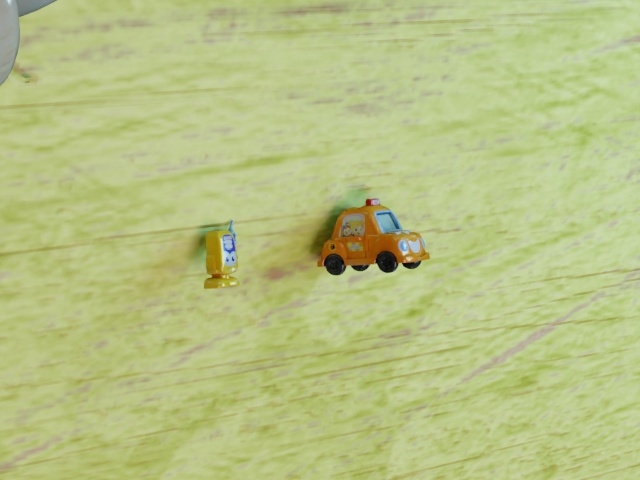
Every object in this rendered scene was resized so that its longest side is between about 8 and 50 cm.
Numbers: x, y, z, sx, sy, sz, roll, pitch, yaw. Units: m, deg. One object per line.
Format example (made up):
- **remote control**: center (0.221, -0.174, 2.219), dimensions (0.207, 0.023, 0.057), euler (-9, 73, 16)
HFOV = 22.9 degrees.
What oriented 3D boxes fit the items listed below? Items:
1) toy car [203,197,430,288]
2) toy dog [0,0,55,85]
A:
- **toy car**: center (0.000, 0.000, 0.824), dimensions (0.122, 0.060, 0.040), euler (-5, 91, -43)
- **toy dog**: center (-0.149, -0.198, 0.491), dimensions (0.220, 0.161, 0.333), euler (-10, 94, -42)
